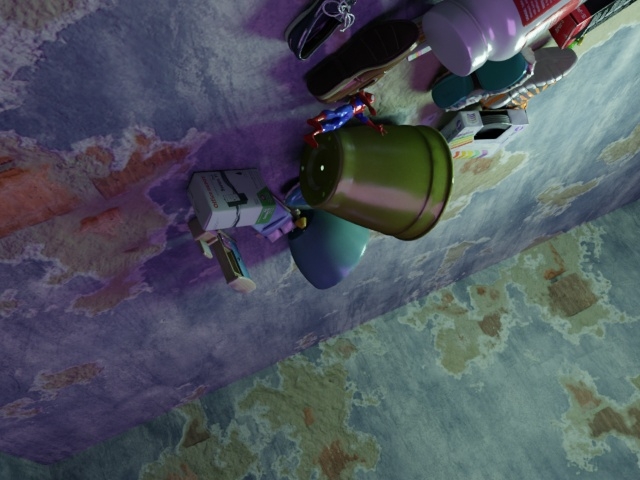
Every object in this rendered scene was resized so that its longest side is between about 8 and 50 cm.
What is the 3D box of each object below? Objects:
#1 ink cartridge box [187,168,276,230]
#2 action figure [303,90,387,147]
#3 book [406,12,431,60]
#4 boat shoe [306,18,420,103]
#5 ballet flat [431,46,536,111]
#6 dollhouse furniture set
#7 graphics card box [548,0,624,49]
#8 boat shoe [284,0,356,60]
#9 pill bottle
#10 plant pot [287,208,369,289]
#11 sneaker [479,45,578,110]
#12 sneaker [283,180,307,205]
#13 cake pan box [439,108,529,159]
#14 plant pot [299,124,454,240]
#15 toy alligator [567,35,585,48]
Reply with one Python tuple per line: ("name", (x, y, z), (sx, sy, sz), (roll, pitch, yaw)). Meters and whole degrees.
("ink cartridge box", (-0.254, -0.120, 1.677), (0.209, 0.153, 0.086), (-10, 149, -35))
("action figure", (0.092, -0.323, 1.584), (0.280, 0.139, 0.091), (-43, 162, -39))
("book", (0.265, -0.525, 1.494), (0.144, 0.096, 0.035), (-28, 154, 0))
("boat shoe", (0.113, -0.450, 1.487), (0.308, 0.110, 0.104), (-23, 166, 19))
("ballet flat", (0.462, -0.470, 1.625), (0.147, 0.146, 0.409), (-16, -175, -23))
("dollhouse furniture set", (-0.200, -0.010, 1.882), (0.304, 0.198, 0.286), (-32, 155, 7))
("graphics card box", (0.838, -0.707, 1.643), (0.371, 0.094, 0.233), (-32, 174, 11))
("boat shoe", (0.024, -0.510, 1.306), (0.255, 0.079, 0.095), (-38, 152, 21))
("pill bottle", (0.449, -0.571, 1.363), (0.408, 0.229, 0.229), (-37, 155, -4))
("plant pot", (0.000, 0.000, 2.063), (0.195, 0.290, 0.290), (38, 117, -25))
("sneaker", (0.682, -0.509, 1.932), (0.321, 0.124, 0.180), (-24, 161, 18))
("sneaker", (0.008, -0.148, 1.931), (0.276, 0.109, 0.107), (-9, 148, -33))
("cake pan box", (0.529, -0.357, 1.981), (0.246, 0.070, 0.267), (-7, 165, -18))
("plant pot", (0.140, -0.196, 1.755), (0.353, 0.366, 0.366), (6, 140, -31))
("toy alligator", (0.803, -0.640, 1.863), (0.189, 0.056, 0.051), (89, 26, -62))
